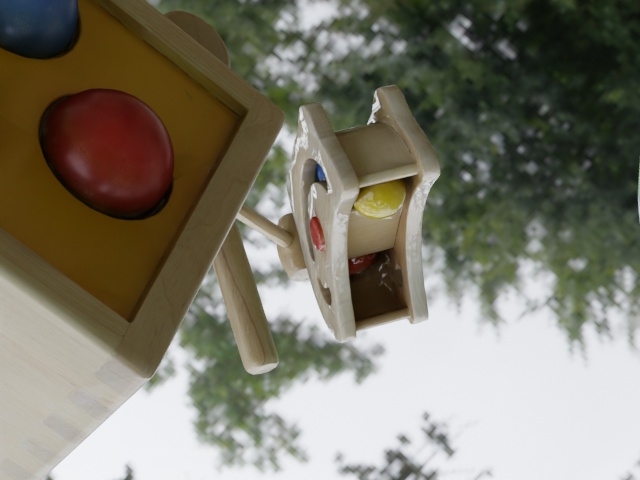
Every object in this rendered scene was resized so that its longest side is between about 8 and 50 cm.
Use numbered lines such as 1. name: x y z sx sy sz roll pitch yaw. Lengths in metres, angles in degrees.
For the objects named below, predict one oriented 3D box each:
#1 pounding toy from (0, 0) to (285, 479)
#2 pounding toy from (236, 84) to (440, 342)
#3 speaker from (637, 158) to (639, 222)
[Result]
1. pounding toy: -0.063 -0.029 0.462 0.181 0.094 0.206 38 -141 -12
2. pounding toy: 0.000 0.000 1.208 0.155 0.269 0.154 -14 -112 -12
3. speaker: 0.220 0.070 0.634 0.131 0.131 0.296 -101 -9 -59
